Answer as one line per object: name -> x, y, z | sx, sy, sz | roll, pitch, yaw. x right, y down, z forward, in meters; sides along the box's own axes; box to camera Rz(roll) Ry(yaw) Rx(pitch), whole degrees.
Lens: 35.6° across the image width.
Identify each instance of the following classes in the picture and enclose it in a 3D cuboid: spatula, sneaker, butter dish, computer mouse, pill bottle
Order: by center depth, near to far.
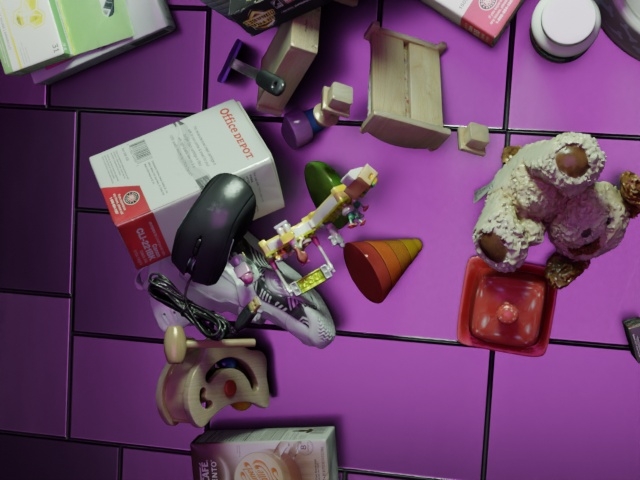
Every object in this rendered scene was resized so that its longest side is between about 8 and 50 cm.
computer mouse -> -0.159, 0.038, 1.550 | 0.184, 0.060, 0.262 | 38, 112, 8
pill bottle -> 0.388, -0.343, 1.583 | 0.108, 0.180, 0.108 | 1, 95, 10
spatula -> -0.115, -0.279, 1.646 | 0.030, 0.296, 0.084 | 21, 99, -32
butter dish -> 0.313, 0.117, 1.668 | 0.160, 0.118, 0.160 | 9, 96, 9
sneaker -> -0.156, 0.106, 1.748 | 0.366, 0.137, 0.210 | 41, 101, 10

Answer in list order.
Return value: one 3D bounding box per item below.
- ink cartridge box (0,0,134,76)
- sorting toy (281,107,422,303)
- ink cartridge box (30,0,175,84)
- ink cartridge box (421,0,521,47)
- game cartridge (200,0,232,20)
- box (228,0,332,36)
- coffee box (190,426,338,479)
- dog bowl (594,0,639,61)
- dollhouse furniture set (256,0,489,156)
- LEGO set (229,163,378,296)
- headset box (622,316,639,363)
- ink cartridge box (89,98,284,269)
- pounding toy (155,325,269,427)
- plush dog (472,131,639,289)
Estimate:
ink cartridge box -> -0.462, -0.403, 1.740 | 0.235, 0.056, 0.171 | -16, 91, 14
sorting toy -> 0.065, -0.078, 1.723 | 0.126, 0.127, 0.365 | -26, 87, -18
ink cartridge box -> -0.428, -0.440, 1.787 | 0.275, 0.060, 0.239 | -21, 92, 11
ink cartridge box -> 0.223, -0.482, 1.633 | 0.283, 0.117, 0.207 | 34, 99, 5
game cartridge -> -0.208, -0.555, 1.649 | 0.068, 0.230, 0.355 | -16, 91, 13
box -> -0.003, -0.500, 1.579 | 0.293, 0.073, 0.295 | -18, 54, 32
coffee box -> -0.097, 0.413, 1.777 | 0.246, 0.098, 0.141 | -4, 94, 11
dog bowl -> 0.602, -0.442, 1.577 | 0.348, 0.102, 0.349 | 1, 94, 11
dollhouse furniture set -> 0.088, -0.280, 1.696 | 0.355, 0.174, 0.303 | 14, 58, -18
LEGO set -> 0.000, 0.000, 1.608 | 0.287, 0.132, 0.107 | -34, 77, 14
headset box -> 0.529, 0.165, 1.650 | 0.032, 0.083, 0.062 | -16, 93, 11
ink cartridge box -> -0.222, -0.099, 1.663 | 0.273, 0.114, 0.197 | -24, 45, -8
pounding toy -> -0.169, 0.243, 1.680 | 0.155, 0.269, 0.154 | -3, 72, 36
plush dog -> 0.396, -0.053, 1.628 | 0.225, 0.210, 0.262 | 33, 113, -12
